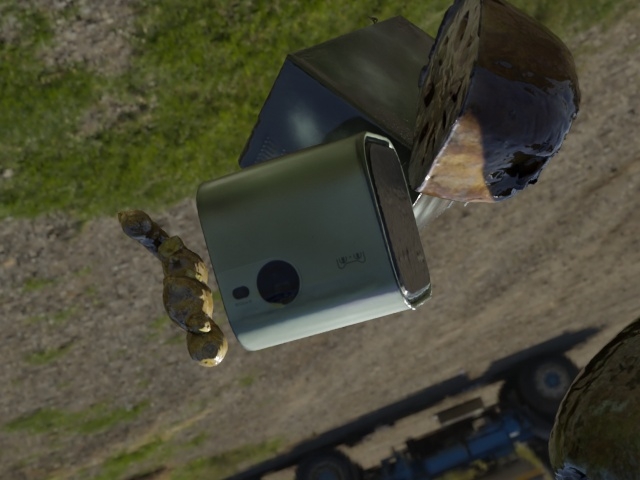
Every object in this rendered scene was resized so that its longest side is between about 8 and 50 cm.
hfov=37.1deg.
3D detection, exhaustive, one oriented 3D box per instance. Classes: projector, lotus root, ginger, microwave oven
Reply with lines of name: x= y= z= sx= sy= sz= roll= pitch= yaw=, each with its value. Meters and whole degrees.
projector: x=0.000 y=0.000 z=1.357 sx=0.249 sy=0.248 sz=0.248 roll=-16 pitch=178 yaw=16
lotus root: x=0.216 y=-0.160 z=1.168 sx=0.192 sy=0.272 sz=0.272 roll=21 pitch=153 yaw=-9
lotus root: x=0.274 y=0.094 z=0.597 sx=0.322 sy=0.158 sz=0.140 roll=-32 pitch=-153 yaw=-28
ginger: x=-0.137 y=0.042 z=0.962 sx=0.053 sy=0.193 sz=0.176 roll=-34 pitch=169 yaw=4
microwave oven: x=0.112 y=-0.198 z=1.704 sx=0.432 sy=0.374 sz=0.236 roll=-34 pitch=159 yaw=-54
